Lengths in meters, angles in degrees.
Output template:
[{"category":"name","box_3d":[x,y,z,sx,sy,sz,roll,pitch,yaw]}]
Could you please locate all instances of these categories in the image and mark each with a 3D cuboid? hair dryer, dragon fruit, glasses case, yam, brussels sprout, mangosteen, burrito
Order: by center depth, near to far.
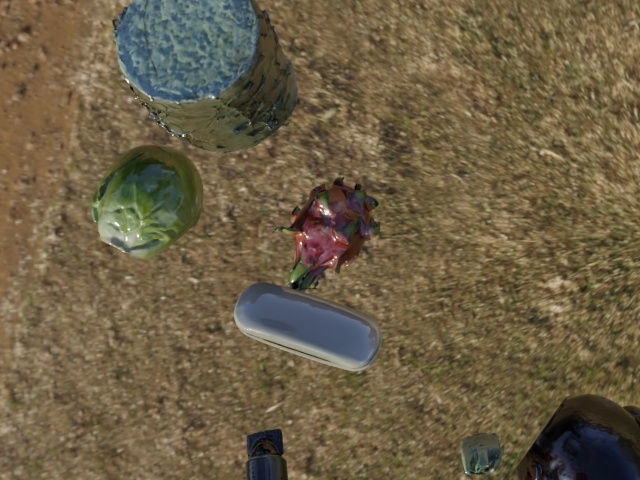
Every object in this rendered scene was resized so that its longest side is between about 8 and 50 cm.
[{"category":"glasses case","box_3d":[-0.018,0.114,1.193,0.204,0.051,0.081,18,61,14]},{"category":"yam","box_3d":[-0.166,-0.267,1.355,0.240,0.348,0.241,0,85,4]},{"category":"dragon fruit","box_3d":[-0.002,-0.003,1.496,0.236,0.135,0.137,-44,90,-5]},{"category":"burrito","box_3d":[0.275,0.362,1.507,0.074,0.118,0.044,-5,96,10]},{"category":"mangosteen","box_3d":[0.485,0.387,1.553,0.233,0.287,0.288,32,102,24]},{"category":"hair dryer","box_3d":[-0.169,0.459,1.612,0.248,0.078,0.196,-17,64,22]},{"category":"brussels sprout","box_3d":[-0.356,-0.086,1.843,0.244,0.244,0.244,0,90,23]}]
